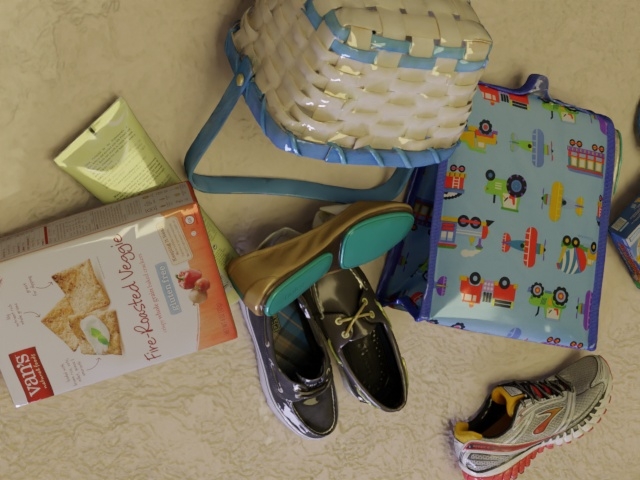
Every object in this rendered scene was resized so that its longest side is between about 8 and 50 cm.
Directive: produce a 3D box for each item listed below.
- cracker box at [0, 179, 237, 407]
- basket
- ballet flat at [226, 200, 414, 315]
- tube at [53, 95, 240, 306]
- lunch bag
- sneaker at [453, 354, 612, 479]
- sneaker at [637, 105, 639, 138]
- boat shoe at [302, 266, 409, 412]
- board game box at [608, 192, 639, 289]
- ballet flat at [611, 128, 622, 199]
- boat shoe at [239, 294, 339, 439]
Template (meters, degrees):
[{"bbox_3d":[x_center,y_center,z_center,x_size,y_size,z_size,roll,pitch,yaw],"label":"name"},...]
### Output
[{"bbox_3d":[-0.214,0.053,1.431,0.232,0.067,0.155,-17,116,-4],"label":"cracker box"},{"bbox_3d":[0.025,-0.145,1.468,0.255,0.201,0.289,3,133,-32],"label":"basket"},{"bbox_3d":[0.000,0.000,1.525,0.232,0.073,0.080,-28,147,-37],"label":"ballet flat"},{"bbox_3d":[-0.159,-0.030,1.478,0.240,0.062,0.070,50,36,-29],"label":"tube"},{"bbox_3d":[0.211,-0.043,1.633,0.221,0.138,0.293,11,93,-21],"label":"lunch bag"},{"bbox_3d":[0.259,0.206,1.769,0.225,0.088,0.092,-34,119,-15],"label":"sneaker"},{"bbox_3d":[0.442,-0.178,1.740,0.067,0.078,0.188,23,101,-34],"label":"sneaker"},{"bbox_3d":[0.039,0.093,1.618,0.081,0.069,0.227,-34,120,-15],"label":"boat shoe"},{"bbox_3d":[0.449,-0.041,1.803,0.201,0.035,0.136,-46,136,-8],"label":"board game box"},{"bbox_3d":[0.319,-0.053,1.733,0.052,0.057,0.168,0,106,-17],"label":"ballet flat"},{"bbox_3d":[-0.022,0.132,1.593,0.080,0.076,0.228,-26,117,-19],"label":"boat shoe"}]
